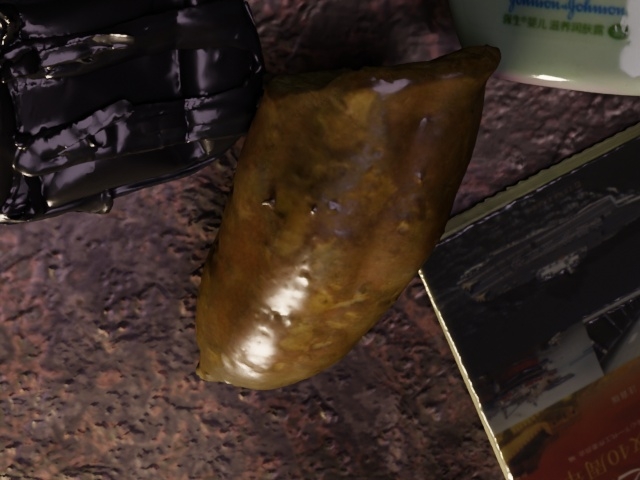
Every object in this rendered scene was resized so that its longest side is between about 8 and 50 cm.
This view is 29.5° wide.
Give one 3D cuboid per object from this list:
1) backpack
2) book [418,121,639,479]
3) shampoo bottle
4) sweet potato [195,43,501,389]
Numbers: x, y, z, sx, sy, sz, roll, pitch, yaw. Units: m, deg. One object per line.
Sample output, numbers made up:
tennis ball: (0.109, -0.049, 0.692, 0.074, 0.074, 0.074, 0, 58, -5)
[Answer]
backpack: (-0.165, -0.111, 0.840, 0.258, 0.133, 0.206, -13, 119, -17)
book: (0.257, 0.096, 1.090, 0.262, 0.028, 0.374, -27, 116, -4)
shampoo bottle: (0.197, -0.283, 0.827, 0.221, 0.151, 0.350, 12, 111, 27)
sweet potato: (0.000, 0.000, 0.890, 0.157, 0.158, 0.370, 11, 125, -19)
